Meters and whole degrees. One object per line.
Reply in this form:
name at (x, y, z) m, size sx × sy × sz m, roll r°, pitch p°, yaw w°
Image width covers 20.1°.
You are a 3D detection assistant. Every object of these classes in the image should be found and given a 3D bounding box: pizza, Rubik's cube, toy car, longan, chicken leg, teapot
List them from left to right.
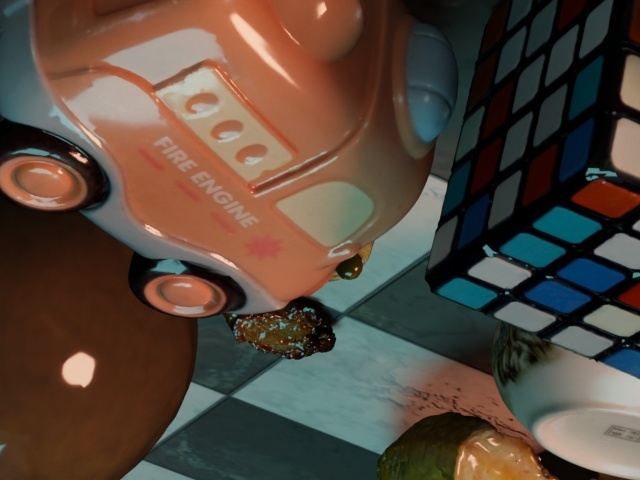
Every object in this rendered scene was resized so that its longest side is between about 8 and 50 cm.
longan at (-0.231, 0.074, 1.296) m, size 0.297 × 0.297 × 0.297 m, roll 12°, pitch 153°, yaw 6°
toy car at (-0.042, -0.088, 0.999) m, size 0.212 × 0.180 × 0.270 m, roll -16°, pitch 141°, yaw 30°
chicken leg at (-0.046, 0.054, 1.419) m, size 0.145 × 0.037 × 0.062 m, roll 27°, pitch 129°, yaw -25°
pizza at (0.203, 0.317, 1.517) m, size 0.406 × 0.130 × 0.440 m, roll 42°, pitch 169°, yaw 12°
teapot at (0.222, 0.075, 1.214) m, size 0.204 × 0.139 × 0.298 m, roll 20°, pitch 155°, yaw -7°
Rubik's cube at (0.185, -0.049, 0.937) m, size 0.182 × 0.184 × 0.187 m, roll 23°, pitch 151°, yaw -15°

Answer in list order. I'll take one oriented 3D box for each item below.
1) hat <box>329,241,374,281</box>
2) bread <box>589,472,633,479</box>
hat at (0.000, 0.000, 1.266) m, size 0.077 × 0.059 × 0.076 m, roll 12°, pitch 158°, yaw -4°
bread at (0.371, 0.242, 1.484) m, size 0.239 × 0.111 × 0.246 m, roll -11°, pitch 142°, yaw 42°
